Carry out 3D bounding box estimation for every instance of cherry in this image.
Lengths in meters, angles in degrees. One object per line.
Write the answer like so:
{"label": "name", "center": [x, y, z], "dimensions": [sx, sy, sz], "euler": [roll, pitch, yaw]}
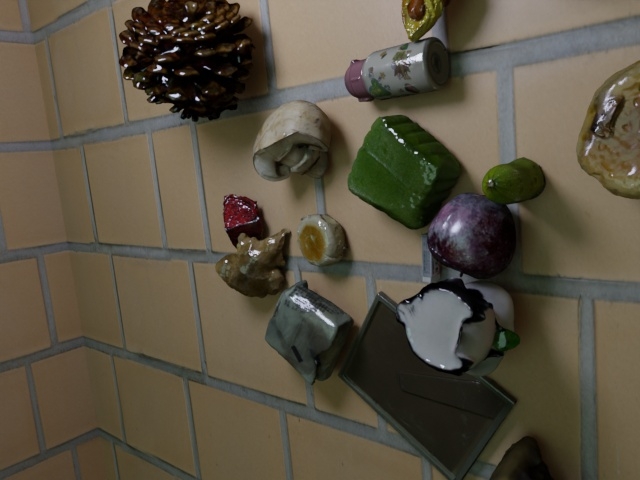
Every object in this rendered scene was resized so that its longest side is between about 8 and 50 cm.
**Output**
{"label": "cherry", "center": [0.335, -0.014, 1.224], "dimensions": [0.195, 0.195, 0.195], "euler": [12, 108, 40]}

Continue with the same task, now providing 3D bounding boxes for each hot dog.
{"label": "hot dog", "center": [0.233, -0.560, 1.185], "dimensions": [0.123, 0.093, 0.262], "euler": [17, 88, 49]}

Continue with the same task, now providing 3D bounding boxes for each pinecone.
{"label": "pinecone", "center": [-0.383, -0.526, 1.621], "dimensions": [0.397, 0.397, 0.398], "euler": [12, 108, 40]}

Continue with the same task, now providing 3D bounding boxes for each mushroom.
{"label": "mushroom", "center": [-0.064, -0.281, 1.533], "dimensions": [0.253, 0.195, 0.189], "euler": [-23, 51, 46]}

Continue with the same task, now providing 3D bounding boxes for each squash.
{"label": "squash", "center": [0.387, -0.114, 1.142], "dimensions": [0.095, 0.188, 0.095], "euler": [11, 108, 37]}

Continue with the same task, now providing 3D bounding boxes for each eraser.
{"label": "eraser", "center": [0.274, 0.040, 1.371], "dimensions": [0.029, 0.052, 0.122], "euler": [7, 104, 41]}

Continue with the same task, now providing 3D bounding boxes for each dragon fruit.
{"label": "dragon fruit", "center": [-0.247, -0.071, 1.805], "dimensions": [0.127, 0.120, 0.161], "euler": [73, -178, -57]}

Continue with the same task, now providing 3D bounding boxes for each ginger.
{"label": "ginger", "center": [-0.189, 0.070, 1.749], "dimensions": [0.270, 0.123, 0.219], "euler": [-38, 98, 31]}

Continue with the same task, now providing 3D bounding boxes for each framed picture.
{"label": "framed picture", "center": [0.260, 0.390, 1.486], "dimensions": [0.446, 0.028, 0.326], "euler": [39, 123, 28]}

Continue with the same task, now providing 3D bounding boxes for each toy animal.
{"label": "toy animal", "center": [0.324, 0.190, 1.212], "dimensions": [0.212, 0.266, 0.213], "euler": [-11, 76, 50]}

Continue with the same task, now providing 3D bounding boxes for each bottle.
{"label": "bottle", "center": [0.170, -0.396, 1.317], "dimensions": [0.253, 0.120, 0.121], "euler": [0, 101, 43]}

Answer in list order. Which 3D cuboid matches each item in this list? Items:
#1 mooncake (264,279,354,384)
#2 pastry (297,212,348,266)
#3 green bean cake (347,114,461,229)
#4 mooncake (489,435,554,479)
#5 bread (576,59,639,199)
{"label": "mooncake", "center": [-0.033, 0.262, 1.644], "dimensions": [0.254, 0.136, 0.250], "euler": [38, 125, 23]}
{"label": "pastry", "center": [0.000, 0.000, 1.586], "dimensions": [0.165, 0.088, 0.166], "euler": [10, 104, 43]}
{"label": "green bean cake", "center": [0.201, -0.159, 1.344], "dimensions": [0.248, 0.124, 0.222], "euler": [46, 128, 27]}
{"label": "mooncake", "center": [0.529, 0.642, 1.167], "dimensions": [0.394, 0.246, 0.394], "euler": [-17, 95, 46]}
{"label": "bread", "center": [0.582, -0.194, 0.987], "dimensions": [0.244, 0.134, 0.245], "euler": [9, 104, 42]}
